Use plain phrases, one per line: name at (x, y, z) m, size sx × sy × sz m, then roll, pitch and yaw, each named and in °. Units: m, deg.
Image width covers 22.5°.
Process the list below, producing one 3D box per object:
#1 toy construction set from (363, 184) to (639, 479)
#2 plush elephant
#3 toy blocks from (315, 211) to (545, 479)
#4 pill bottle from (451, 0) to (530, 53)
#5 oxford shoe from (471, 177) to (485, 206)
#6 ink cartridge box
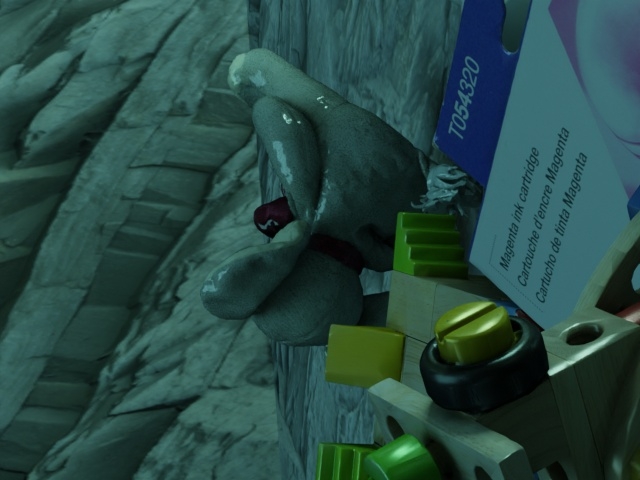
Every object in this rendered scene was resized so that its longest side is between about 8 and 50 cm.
toy construction set at (0.159, 0.136, 0.751) m, size 0.309 × 0.237 × 0.257 m, roll 45°, pitch 146°, yaw 40°
plush elephant at (0.000, 0.000, 1.646) m, size 0.255 × 0.272 × 0.330 m, roll -51°, pitch 32°, yaw -4°
toy blocks at (0.129, 0.181, 1.214) m, size 0.261 × 0.191 × 0.381 m, roll -162°, pitch 77°, yaw -71°
pill bottle at (0.137, -0.269, 1.114) m, size 0.176 × 0.176 × 0.318 m, roll 104°, pitch 159°, yaw -58°
oxford shoe at (0.171, -0.055, 1.279) m, size 0.227 × 0.083 × 0.096 m, roll -112°, pitch 27°, yaw -51°
ink cartridge box at (0.176, -0.059, 0.898) m, size 0.330 × 0.071 × 0.324 m, roll 42°, pitch 146°, yaw 27°
